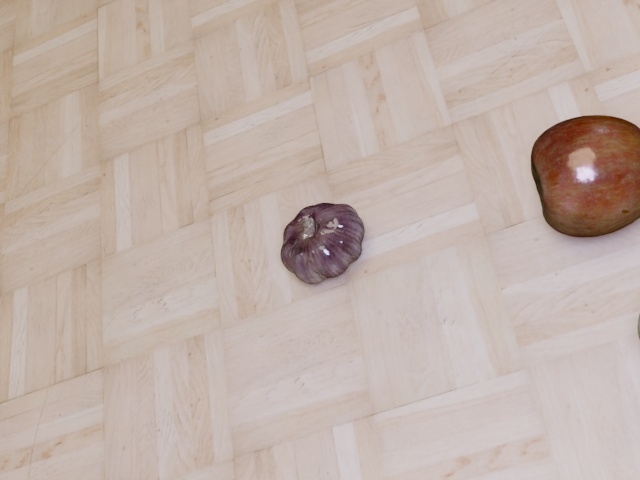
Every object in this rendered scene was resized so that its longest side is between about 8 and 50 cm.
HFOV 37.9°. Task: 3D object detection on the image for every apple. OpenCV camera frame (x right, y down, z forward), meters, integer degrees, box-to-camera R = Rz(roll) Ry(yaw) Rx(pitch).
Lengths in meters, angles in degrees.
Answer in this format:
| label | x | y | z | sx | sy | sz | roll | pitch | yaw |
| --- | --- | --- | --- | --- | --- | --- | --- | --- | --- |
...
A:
| label | x | y | z | sx | sy | sz | roll | pitch | yaw |
| --- | --- | --- | --- | --- | --- | --- | --- | --- | --- |
| apple | 0.418 | -0.100 | 1.428 | 0.174 | 0.188 | 0.188 | -10 | 57 | 8 |

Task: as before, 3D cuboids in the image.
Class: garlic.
| label | x | y | z | sx | sy | sz | roll | pitch | yaw |
| --- | --- | --- | --- | --- | --- | --- | --- | --- | --- |
| garlic | 0.000 | 0.000 | 1.626 | 0.159 | 0.102 | 0.147 | -34 | 54 | 5 |

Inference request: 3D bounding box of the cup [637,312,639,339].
| label | x | y | z | sx | sy | sz | roll | pitch | yaw |
| --- | --- | --- | --- | --- | --- | --- | --- | --- | --- |
| cup | 0.576 | 0.122 | 1.263 | 0.202 | 0.255 | 0.173 | -48 | 10 | -8 |
